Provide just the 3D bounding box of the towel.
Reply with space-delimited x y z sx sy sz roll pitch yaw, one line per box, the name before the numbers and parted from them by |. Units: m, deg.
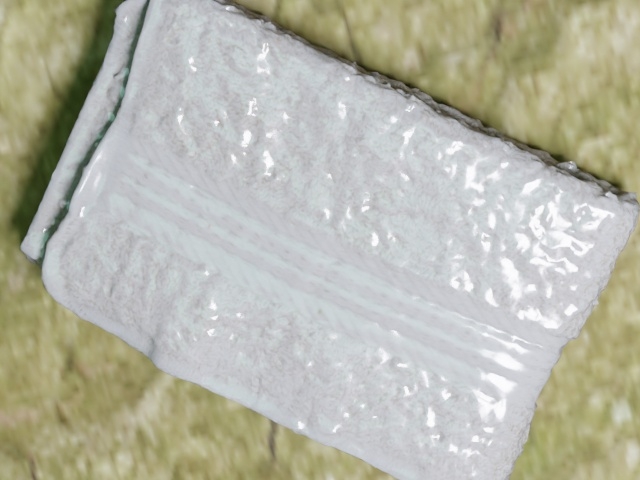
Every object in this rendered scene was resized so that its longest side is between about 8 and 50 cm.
towel | 0.000 0.000 0.944 0.282 0.049 0.187 25 107 1
